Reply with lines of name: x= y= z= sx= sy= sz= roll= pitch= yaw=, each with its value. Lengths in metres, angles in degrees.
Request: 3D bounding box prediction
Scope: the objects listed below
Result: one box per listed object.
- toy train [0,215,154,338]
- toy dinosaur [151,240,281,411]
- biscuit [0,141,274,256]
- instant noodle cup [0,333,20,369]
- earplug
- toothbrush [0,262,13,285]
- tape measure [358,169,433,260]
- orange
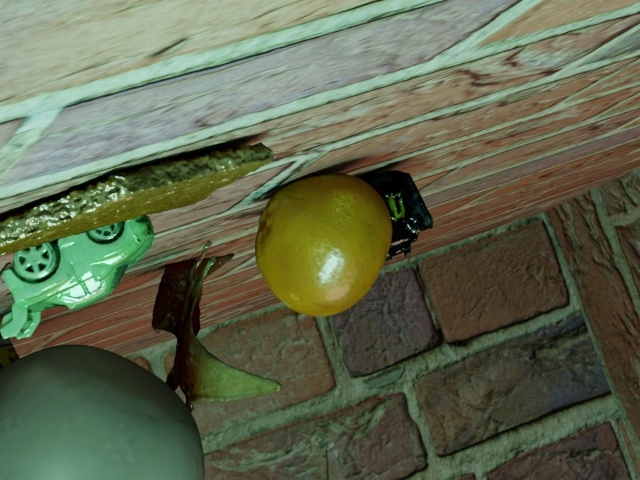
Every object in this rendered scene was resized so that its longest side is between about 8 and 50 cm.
toy train: x=-0.213 y=0.025 z=1.499 sx=0.149 sy=0.081 sz=0.099 roll=-20 pitch=175 yaw=1
toy dinosaur: x=-0.129 y=0.106 z=2.105 sx=0.113 sy=0.206 sz=0.327 roll=7 pitch=176 yaw=-18
biscuit: x=-0.161 y=-0.034 z=1.376 sx=0.237 sy=0.026 sz=0.131 roll=-16 pitch=172 yaw=-38
instant noodle cup: x=-0.452 y=0.300 z=2.306 sx=0.284 sy=0.312 sz=0.284 roll=-22 pitch=175 yaw=-2
earplug: x=-0.307 y=0.321 z=1.977 sx=0.394 sy=0.313 sz=0.312 roll=-60 pitch=167 yaw=9
toothbrush: x=-0.306 y=0.034 z=1.665 sx=0.006 sy=0.008 sz=0.097 roll=-33 pitch=180 yaw=-21
tape measure: x=0.026 y=-0.007 z=2.042 sx=0.186 sy=0.112 sz=0.199 roll=-18 pitch=174 yaw=-8
orange: x=0.000 y=0.000 z=1.820 sx=0.136 sy=0.159 sz=0.159 roll=22 pitch=167 yaw=-9
